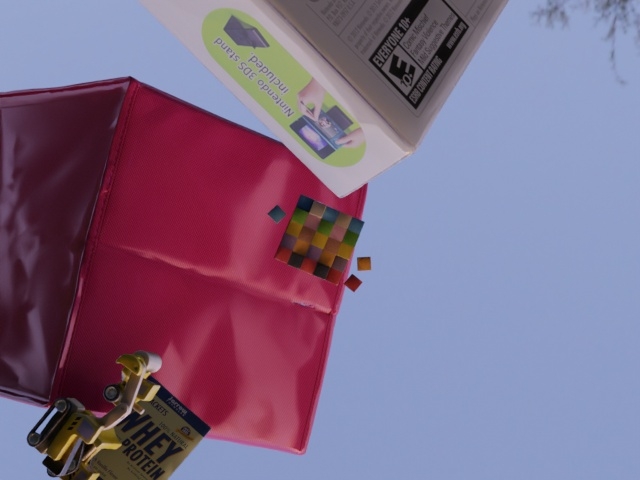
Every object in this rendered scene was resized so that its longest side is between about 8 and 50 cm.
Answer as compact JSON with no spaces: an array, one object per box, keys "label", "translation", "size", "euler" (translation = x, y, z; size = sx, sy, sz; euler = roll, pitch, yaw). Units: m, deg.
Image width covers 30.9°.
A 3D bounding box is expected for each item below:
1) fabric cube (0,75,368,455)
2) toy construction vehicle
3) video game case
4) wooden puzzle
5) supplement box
[{"label":"fabric cube","translation":[-0.157,0.023,0.993],"size":[0.254,0.258,0.259],"euler":[5,-101,48]},{"label":"toy construction vehicle","translation":[-0.129,0.110,0.689],"size":[0.035,0.086,0.098],"euler":[39,-93,16]},{"label":"video game case","translation":[-0.005,-0.194,0.558],"size":[0.244,0.061,0.269],"euler":[45,-131,-13]},{"label":"wooden puzzle","translation":[0.000,0.000,0.812],"size":[0.083,0.006,0.049],"euler":[23,-90,-7]},{"label":"supplement box","translation":[-0.128,0.149,0.787],"size":[0.056,0.083,0.083],"euler":[41,-120,1]}]
